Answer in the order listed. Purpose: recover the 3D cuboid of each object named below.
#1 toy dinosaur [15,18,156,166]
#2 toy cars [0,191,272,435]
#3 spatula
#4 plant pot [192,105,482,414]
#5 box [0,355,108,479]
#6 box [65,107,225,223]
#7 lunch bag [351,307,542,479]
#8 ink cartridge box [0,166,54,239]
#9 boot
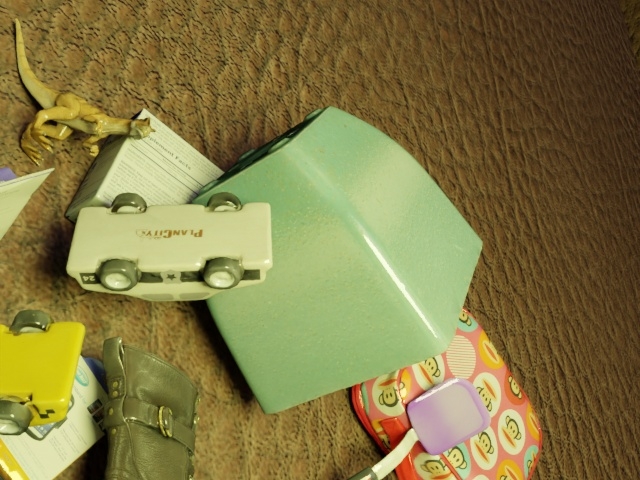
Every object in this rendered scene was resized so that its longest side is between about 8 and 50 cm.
[{"bbox_3d":[-0.278,-0.140,0.784,0.212,0.064,0.112,30,56,8],"label":"toy dinosaur"},{"bbox_3d":[-0.214,0.070,0.658,0.394,0.087,0.176,-34,57,-28],"label":"toy cars"},{"bbox_3d":[0.079,0.267,0.881,0.297,0.030,0.084,-30,98,-22],"label":"spatula"},{"bbox_3d":[0.000,0.000,0.832,0.252,0.248,0.247,56,31,-13],"label":"plant pot"},{"bbox_3d":[-0.252,0.171,0.694,0.081,0.028,0.136,59,40,-7],"label":"box"},{"bbox_3d":[-0.193,-0.053,0.824,0.126,0.072,0.137,39,48,-28],"label":"box"},{"bbox_3d":[0.180,0.259,1.024,0.293,0.120,0.258,56,43,-11],"label":"lunch bag"},{"bbox_3d":[-0.332,0.008,0.551,0.206,0.208,0.045,-30,86,-49],"label":"ink cartridge box"},{"bbox_3d":[-0.138,0.240,0.717,0.229,0.091,0.263,-94,162,-44],"label":"boot"}]
